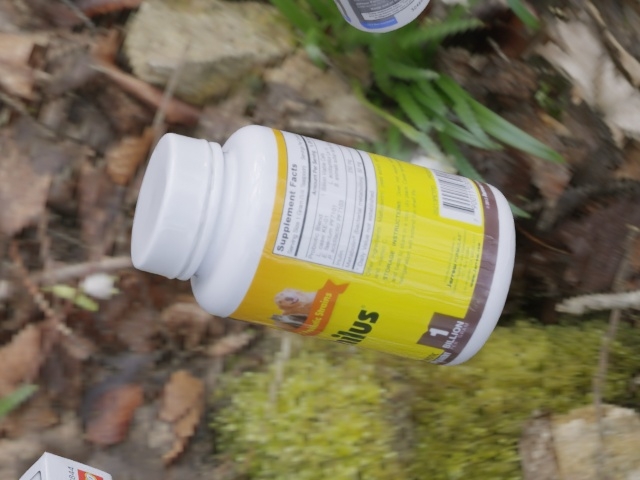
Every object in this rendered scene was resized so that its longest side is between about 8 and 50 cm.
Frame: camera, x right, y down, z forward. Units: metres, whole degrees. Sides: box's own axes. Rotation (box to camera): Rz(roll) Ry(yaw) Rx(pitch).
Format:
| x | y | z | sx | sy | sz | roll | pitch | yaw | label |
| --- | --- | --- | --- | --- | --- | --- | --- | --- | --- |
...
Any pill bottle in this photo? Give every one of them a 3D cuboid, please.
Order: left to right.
| x | y | z | sx | sy | sz | roll | pitch | yaw | label |
| --- | --- | --- | --- | --- | --- | --- | --- | --- | --- |
| 0.000 | 0.000 | 1.188 | 0.215 | 0.117 | 0.117 | 13 | 90 | -16 | pill bottle |
| 0.028 | -0.222 | 1.449 | 0.078 | 0.137 | 0.078 | -11 | 56 | 16 | pill bottle |

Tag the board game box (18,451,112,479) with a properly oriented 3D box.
| x | y | z | sx | sy | sz | roll | pitch | yaw | label |
| --- | --- | --- | --- | --- | --- | --- | --- | --- | --- |
| -0.213 | 0.285 | 1.104 | 0.305 | 0.053 | 0.193 | -45 | 37 | 26 | board game box |
